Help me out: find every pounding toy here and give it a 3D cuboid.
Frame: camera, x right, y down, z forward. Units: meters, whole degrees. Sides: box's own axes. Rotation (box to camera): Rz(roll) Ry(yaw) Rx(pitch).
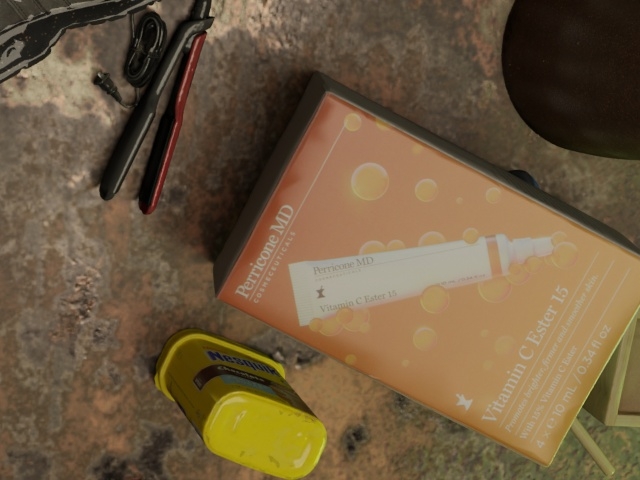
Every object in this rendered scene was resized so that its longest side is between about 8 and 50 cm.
[{"bbox_3d":[0.296,0.140,1.995,0.206,0.094,0.181,4,104,-20],"label":"pounding toy"}]

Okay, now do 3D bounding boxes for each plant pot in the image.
[{"bbox_3d":[0.314,-0.160,1.837,0.215,0.230,0.215,-6,108,-17],"label":"plant pot"}]

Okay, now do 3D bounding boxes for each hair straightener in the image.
[{"bbox_3d":[-0.158,-0.142,1.781,0.089,0.047,0.230,17,100,-23],"label":"hair straightener"}]

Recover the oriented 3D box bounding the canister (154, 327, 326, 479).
[{"bbox_3d":[-0.074,0.153,1.832,0.126,0.170,0.073,23,98,-24],"label":"canister"}]

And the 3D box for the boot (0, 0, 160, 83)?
[{"bbox_3d":[-0.231,-0.288,1.658,0.338,0.118,0.222,-33,117,-16],"label":"boot"}]

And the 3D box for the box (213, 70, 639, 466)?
[{"bbox_3d":[0.101,0.023,1.807,0.345,0.168,0.215,27,98,-8],"label":"box"}]

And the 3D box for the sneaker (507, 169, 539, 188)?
[{"bbox_3d":[0.202,0.030,1.953,0.082,0.069,0.209,-7,107,-36],"label":"sneaker"}]
